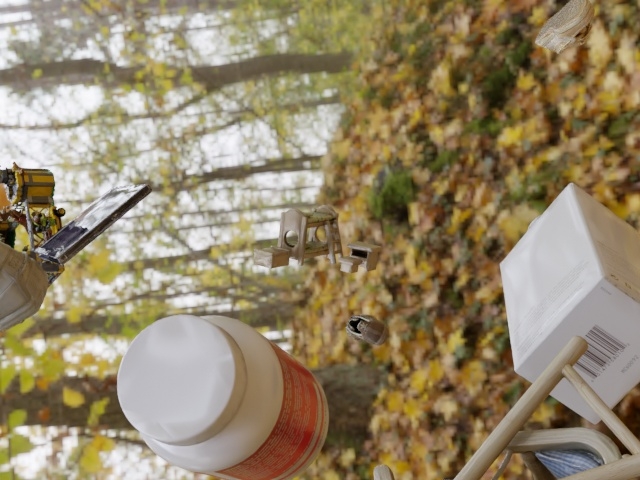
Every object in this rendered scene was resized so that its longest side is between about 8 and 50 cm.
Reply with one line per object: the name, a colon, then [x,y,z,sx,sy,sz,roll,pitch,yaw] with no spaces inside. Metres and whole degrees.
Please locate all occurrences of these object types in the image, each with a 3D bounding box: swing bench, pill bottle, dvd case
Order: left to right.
dvd case: [-0.342,-0.026,1.437,0.018,0.164,0.221,53,162,-17]
pill bottle: [-0.142,0.245,1.472,0.407,0.229,0.228,52,-149,-66]
swing bench: [0.225,0.279,0.955,0.253,0.255,0.165,57,179,-42]

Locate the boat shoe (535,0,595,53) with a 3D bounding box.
boat shoe: [0.398,-0.335,1.523,0.063,0.059,0.170,-61,6,-4]

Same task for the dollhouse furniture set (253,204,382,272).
dollhouse furniture set: [0.000,0.000,1.760,0.182,0.161,0.101,-10,-70,-56]

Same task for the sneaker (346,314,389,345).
sneaker: [0.087,0.184,2.124,0.066,0.071,0.188,-63,18,-10]

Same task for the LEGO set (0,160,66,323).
LEGO set: [-0.582,0.016,1.655,0.331,0.192,0.254,-25,70,51]

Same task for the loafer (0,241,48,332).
loafer: [-0.507,0.100,1.267,0.111,0.320,0.112,52,-168,-33]

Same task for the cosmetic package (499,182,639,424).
cosmetic package: [0.397,0.080,1.474,0.197,0.155,0.365,-53,7,24]

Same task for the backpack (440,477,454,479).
backpack: [0.311,0.572,1.975,0.173,0.117,0.158,-14,64,57]
